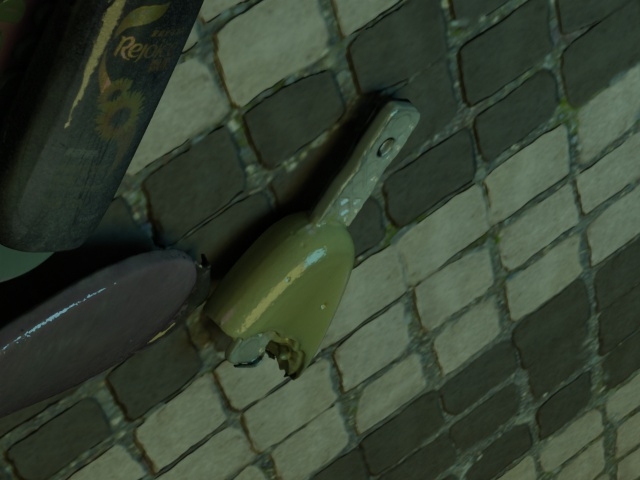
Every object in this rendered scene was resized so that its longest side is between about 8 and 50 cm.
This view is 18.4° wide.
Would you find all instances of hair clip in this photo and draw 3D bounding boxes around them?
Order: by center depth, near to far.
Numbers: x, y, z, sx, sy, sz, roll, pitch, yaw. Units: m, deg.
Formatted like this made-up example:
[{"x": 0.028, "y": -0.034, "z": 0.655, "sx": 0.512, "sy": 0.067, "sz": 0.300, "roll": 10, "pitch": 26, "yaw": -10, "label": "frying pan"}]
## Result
[{"x": -0.202, "y": 0.082, "z": 1.242, "sx": 0.358, "sy": 0.095, "sz": 0.110, "roll": -24, "pitch": 119, "yaw": -33, "label": "hair clip"}]

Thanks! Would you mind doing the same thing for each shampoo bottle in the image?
[{"x": -0.114, "y": -0.099, "z": 1.060, "sx": 0.087, "sy": 0.049, "sz": 0.234, "roll": -4, "pitch": 129, "yaw": -49, "label": "shampoo bottle"}]

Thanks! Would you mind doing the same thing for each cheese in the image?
[{"x": -0.001, "y": -0.001, "z": 1.386, "sx": 0.127, "sy": 0.050, "sz": 0.235, "roll": 7, "pitch": 123, "yaw": -56, "label": "cheese"}]

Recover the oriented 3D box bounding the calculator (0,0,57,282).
[{"x": -0.187, "y": -0.058, "z": 1.112, "sx": 0.185, "sy": 0.041, "sz": 0.299, "roll": 3, "pitch": 127, "yaw": -49, "label": "calculator"}]
